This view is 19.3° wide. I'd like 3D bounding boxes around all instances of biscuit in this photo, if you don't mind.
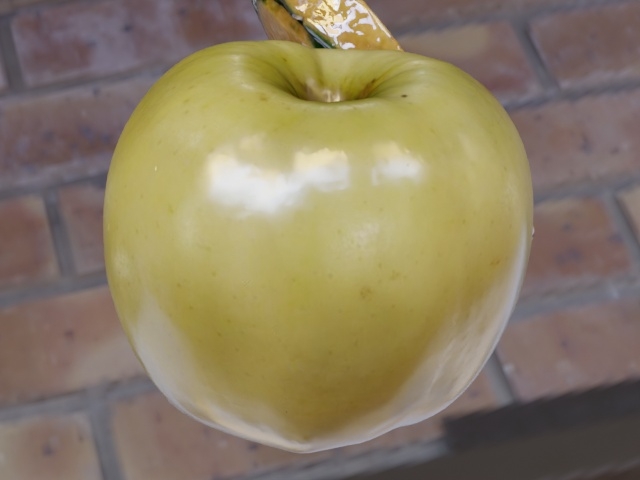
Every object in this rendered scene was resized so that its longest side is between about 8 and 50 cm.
[{"bbox_3d":[0.057,-0.065,1.389,0.057,0.287,0.344,-39,139,-5],"label":"biscuit"}]

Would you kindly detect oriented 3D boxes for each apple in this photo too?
[{"bbox_3d":[0.000,0.000,1.145,0.262,0.262,0.262,-11,139,-10],"label":"apple"}]
